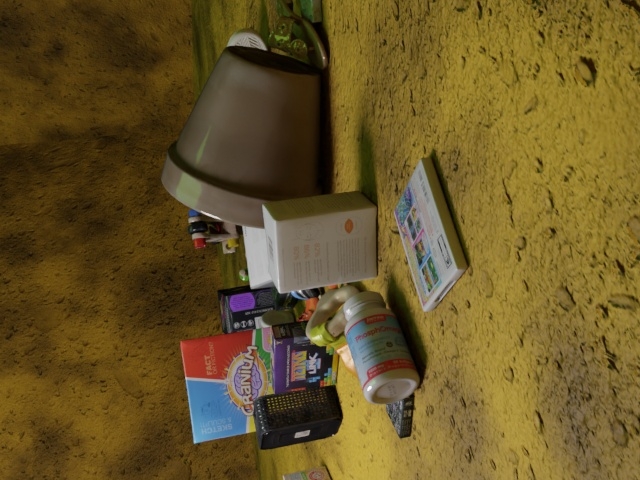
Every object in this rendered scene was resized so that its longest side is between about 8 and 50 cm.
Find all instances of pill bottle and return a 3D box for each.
[{"bbox_3d":[-0.115,0.283,2.007,0.094,0.094,0.169,-122,28,-61],"label":"pill bottle"},{"bbox_3d":[0.087,0.159,1.110,0.087,0.087,0.160,99,159,-49],"label":"pill bottle"}]

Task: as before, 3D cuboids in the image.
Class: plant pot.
[{"bbox_3d":[-0.126,-0.216,1.425,0.323,0.323,0.281,-121,43,-60],"label":"plant pot"}]

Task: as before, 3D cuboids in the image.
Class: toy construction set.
[{"bbox_3d":[-0.229,-0.008,2.194,0.309,0.257,0.237,56,179,13],"label":"toy construction set"}]

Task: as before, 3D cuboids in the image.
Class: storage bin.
[{"bbox_3d":[-0.053,0.392,1.618,0.122,0.180,0.084,102,157,-55],"label":"storage bin"}]

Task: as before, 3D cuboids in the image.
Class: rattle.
[{"bbox_3d":[0.056,0.143,1.358,0.130,0.142,0.200,-59,10,16],"label":"rattle"}]

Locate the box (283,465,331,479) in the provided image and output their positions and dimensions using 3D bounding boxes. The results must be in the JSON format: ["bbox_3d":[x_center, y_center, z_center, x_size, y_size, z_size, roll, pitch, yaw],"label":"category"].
[{"bbox_3d":[-0.014,0.645,1.732,0.203,0.114,0.103,-129,32,-66],"label":"box"}]

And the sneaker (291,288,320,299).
[{"bbox_3d":[-0.014,0.032,1.529,0.067,0.078,0.188,-3,-79,-71],"label":"sneaker"}]

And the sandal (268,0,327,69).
[{"bbox_3d":[-0.066,-0.393,1.396,0.088,0.079,0.240,82,164,-53],"label":"sandal"}]

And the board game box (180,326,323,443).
[{"bbox_3d":[-0.162,0.337,1.754,0.064,0.316,0.242,122,138,-70],"label":"board game box"}]

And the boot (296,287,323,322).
[{"bbox_3d":[-0.027,0.174,1.603,0.059,0.084,0.158,146,118,-77],"label":"boot"}]

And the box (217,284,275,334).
[{"bbox_3d":[-0.217,0.217,2.244,0.270,0.165,0.143,-177,80,-77],"label":"box"}]

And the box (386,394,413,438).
[{"bbox_3d":[0.124,0.258,1.154,0.067,0.018,0.083,-119,25,-57],"label":"box"}]

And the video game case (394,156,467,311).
[{"bbox_3d":[0.139,-0.005,0.952,0.143,0.019,0.157,109,150,-62],"label":"video game case"}]

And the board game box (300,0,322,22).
[{"bbox_3d":[-0.020,-0.453,1.368,0.090,0.020,0.090,-136,40,-69],"label":"board game box"}]

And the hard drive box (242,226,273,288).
[{"bbox_3d":[-0.096,0.007,1.686,0.232,0.089,0.181,-22,75,63],"label":"hard drive box"}]

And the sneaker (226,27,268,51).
[{"bbox_3d":[-0.209,-0.417,1.938,0.350,0.131,0.148,95,157,-44],"label":"sneaker"}]

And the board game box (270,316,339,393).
[{"bbox_3d":[-0.034,0.244,1.544,0.048,0.141,0.170,-113,19,-48],"label":"board game box"}]

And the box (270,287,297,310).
[{"bbox_3d":[-0.107,0.047,1.920,0.183,0.059,0.233,113,147,-64],"label":"box"}]

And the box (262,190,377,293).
[{"bbox_3d":[0.000,0.000,1.205,0.091,0.170,0.130,-129,34,-63],"label":"box"}]
